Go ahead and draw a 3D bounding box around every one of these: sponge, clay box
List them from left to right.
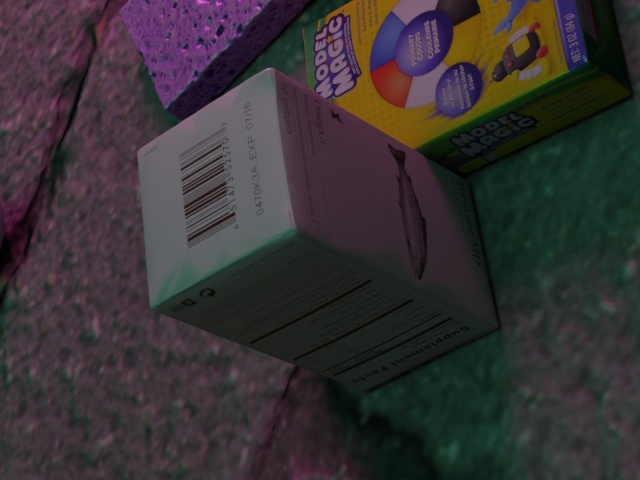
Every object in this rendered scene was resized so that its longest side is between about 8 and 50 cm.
[{"bbox_3d":[-0.053,-0.192,1.084,0.210,0.031,0.117,-42,49,20],"label":"sponge"},{"bbox_3d":[0.069,-0.103,0.921,0.222,0.053,0.127,-25,56,31],"label":"clay box"}]

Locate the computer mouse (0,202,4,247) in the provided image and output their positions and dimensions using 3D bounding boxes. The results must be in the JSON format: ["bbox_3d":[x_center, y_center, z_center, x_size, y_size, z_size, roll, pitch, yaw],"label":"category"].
[{"bbox_3d":[-0.302,0.017,1.216,0.193,0.042,0.106,-26,52,39],"label":"computer mouse"}]

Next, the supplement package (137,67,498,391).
[{"bbox_3d":[0.000,0.000,0.850,0.105,0.179,0.105,-29,55,31],"label":"supplement package"}]
